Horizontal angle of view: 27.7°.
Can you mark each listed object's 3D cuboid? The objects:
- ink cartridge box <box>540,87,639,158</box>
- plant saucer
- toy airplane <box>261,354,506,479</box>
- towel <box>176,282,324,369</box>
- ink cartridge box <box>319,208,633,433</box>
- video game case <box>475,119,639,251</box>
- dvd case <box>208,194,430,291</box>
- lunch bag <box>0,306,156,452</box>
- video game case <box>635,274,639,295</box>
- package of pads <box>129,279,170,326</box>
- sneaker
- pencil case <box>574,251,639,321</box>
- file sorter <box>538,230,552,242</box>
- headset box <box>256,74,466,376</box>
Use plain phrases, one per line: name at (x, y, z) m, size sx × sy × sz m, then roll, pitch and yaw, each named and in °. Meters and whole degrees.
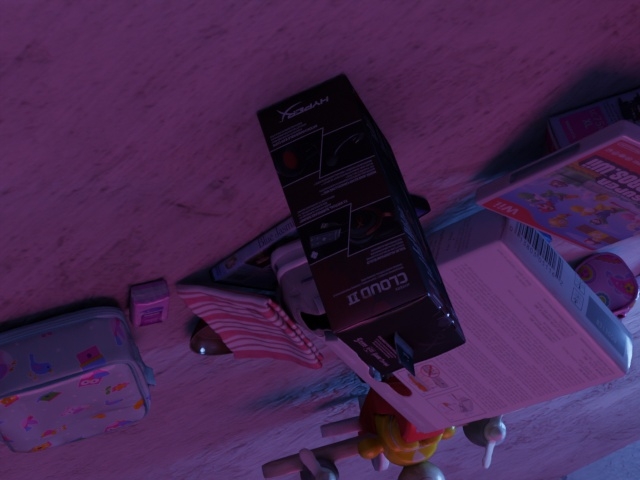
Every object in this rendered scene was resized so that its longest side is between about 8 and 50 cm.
ink cartridge box at (0.440, -0.142, 1.686) m, size 0.311 × 0.065 × 0.186 m, roll -16°, pitch 157°, yaw -2°
plant saucer at (-0.113, 0.120, 1.888) m, size 0.168 × 0.029 × 0.168 m, roll -16°, pitch 158°, yaw -7°
toy airplane at (0.139, 0.359, 2.328) m, size 0.386 × 0.272 × 0.384 m, roll -31°, pitch 156°, yaw 25°
towel at (-0.093, 0.118, 1.748) m, size 0.144 × 0.029 × 0.197 m, roll 6°, pitch 153°, yaw 29°
ink cartridge box at (0.213, 0.128, 1.911) m, size 0.385 × 0.091 × 0.308 m, roll -24°, pitch 122°, yaw 39°
video game case at (0.359, -0.061, 1.633) m, size 0.204 × 0.025 × 0.285 m, roll 21°, pitch 156°, yaw -24°
dvd case at (0.000, 0.000, 1.710) m, size 0.253 × 0.022 × 0.180 m, roll -32°, pitch 155°, yaw 29°
lunch bag at (-0.341, 0.190, 1.760) m, size 0.224 × 0.108 × 0.279 m, roll -19°, pitch 159°, yaw -9°
video game case at (0.677, 0.046, 2.373) m, size 0.183 × 0.023 × 0.201 m, roll -2°, pitch 153°, yaw -37°
package of pads at (-0.226, 0.083, 1.706) m, size 0.050 × 0.032 × 0.083 m, roll -10°, pitch 156°, yaw -15°
sneaker at (-0.005, 0.093, 1.737) m, size 0.105 × 0.115 × 0.281 m, roll -22°, pitch 159°, yaw 5°
pencil case at (0.470, 0.125, 2.259) m, size 0.124 × 0.124 × 0.284 m, roll -16°, pitch 159°, yaw -8°
file sorter at (0.274, 0.062, 1.970) m, size 0.170 × 0.104 × 0.118 m, roll -30°, pitch 156°, yaw 23°
headset box at (0.052, 0.004, 1.401) m, size 0.110 × 0.293 × 0.218 m, roll -23°, pitch 158°, yaw 9°
